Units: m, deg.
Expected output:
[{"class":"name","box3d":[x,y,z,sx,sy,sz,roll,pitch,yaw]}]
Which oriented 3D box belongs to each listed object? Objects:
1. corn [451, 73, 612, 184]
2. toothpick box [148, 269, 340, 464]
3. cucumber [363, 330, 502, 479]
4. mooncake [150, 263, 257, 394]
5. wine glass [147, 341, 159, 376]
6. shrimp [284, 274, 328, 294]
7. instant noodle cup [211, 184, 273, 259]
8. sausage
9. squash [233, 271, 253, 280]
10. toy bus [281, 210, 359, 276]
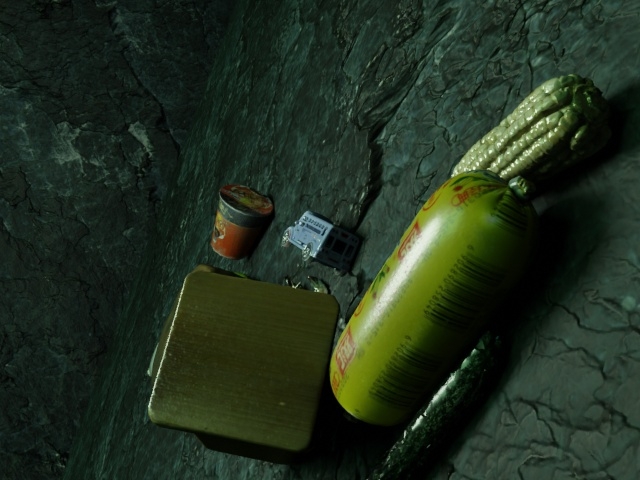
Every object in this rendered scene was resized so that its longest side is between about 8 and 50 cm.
[{"class":"corn","box3d":[0.206,-0.094,0.781,0.211,0.087,0.087,-36,38,58]},{"class":"toothpick box","box3d":[-0.087,0.189,0.988,0.308,0.190,0.187,93,-173,-67]},{"class":"cucumber","box3d":[0.111,0.197,0.786,0.256,0.044,0.043,-58,-20,22]},{"class":"mooncake","box3d":[-0.193,0.198,1.391,0.290,0.161,0.290,-49,30,41]},{"class":"wine glass","box3d":[-0.281,0.223,1.642,0.241,0.127,0.126,-51,26,32]},{"class":"shrimp","box3d":[-0.021,0.097,1.250,0.091,0.034,0.161,-50,31,15]},{"class":"instant noodle cup","box3d":[-0.182,-0.036,1.671,0.127,0.127,0.135,-102,31,-56]},{"class":"sausage","box3d":[0.112,0.069,0.793,0.347,0.123,0.123,-59,22,26]},{"class":"squash","box3d":[-0.178,0.099,1.596,0.201,0.066,0.066,-179,109,-76]},{"class":"toy bus","box3d":[0.000,0.000,1.226,0.076,0.073,0.167,-65,24,3]}]
